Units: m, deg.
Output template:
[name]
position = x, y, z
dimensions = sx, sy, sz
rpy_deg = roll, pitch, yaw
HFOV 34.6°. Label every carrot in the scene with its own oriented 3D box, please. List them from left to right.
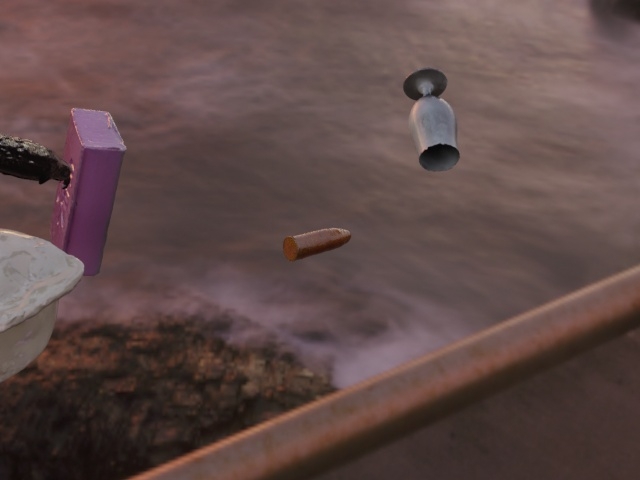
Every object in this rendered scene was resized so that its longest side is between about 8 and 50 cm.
[carrot]
position = 0.000, 0.000, 1.848
dimensions = 0.139, 0.048, 0.048
rpy_deg = -15, 35, -34

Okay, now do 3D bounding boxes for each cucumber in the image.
[cucumber]
position = -0.258, -0.068, 0.913
dimensions = 0.039, 0.043, 0.163
rpy_deg = 59, 14, 14

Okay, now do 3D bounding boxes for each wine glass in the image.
[wine glass]
position = 0.211, -0.228, 1.944
dimensions = 0.093, 0.093, 0.202
rpy_deg = -1, 51, -8

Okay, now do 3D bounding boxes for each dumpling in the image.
[dumpling]
position = -0.564, 0.121, 1.579
dimensions = 0.395, 0.233, 0.315
rpy_deg = -15, 13, 34

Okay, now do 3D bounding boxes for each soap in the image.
[soap]
position = -0.423, -0.090, 1.847
dimensions = 0.081, 0.259, 0.181
rpy_deg = 4, 29, -24
